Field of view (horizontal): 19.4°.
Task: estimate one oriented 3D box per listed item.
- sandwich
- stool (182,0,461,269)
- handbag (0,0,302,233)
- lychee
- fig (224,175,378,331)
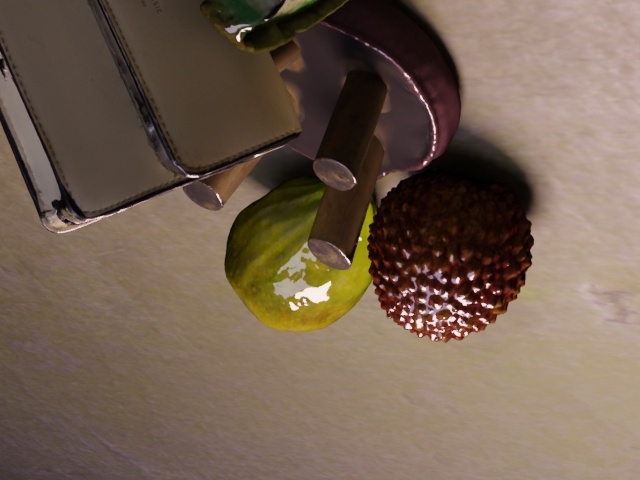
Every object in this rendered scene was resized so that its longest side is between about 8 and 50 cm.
[{"bbox_3d":[-0.013,-0.262,1.559,0.109,0.292,0.212,43,140,7],"label":"sandwich"},{"bbox_3d":[-0.015,-0.121,1.842,0.272,0.178,0.272,25,152,14],"label":"stool"},{"bbox_3d":[-0.187,-0.210,1.632,0.358,0.237,0.160,67,159,-2],"label":"handbag"},{"bbox_3d":[0.130,0.018,1.945,0.188,0.188,0.188,24,153,13],"label":"lychee"},{"bbox_3d":[-0.001,0.000,2.103,0.167,0.167,0.233,41,116,-19],"label":"fig"}]
